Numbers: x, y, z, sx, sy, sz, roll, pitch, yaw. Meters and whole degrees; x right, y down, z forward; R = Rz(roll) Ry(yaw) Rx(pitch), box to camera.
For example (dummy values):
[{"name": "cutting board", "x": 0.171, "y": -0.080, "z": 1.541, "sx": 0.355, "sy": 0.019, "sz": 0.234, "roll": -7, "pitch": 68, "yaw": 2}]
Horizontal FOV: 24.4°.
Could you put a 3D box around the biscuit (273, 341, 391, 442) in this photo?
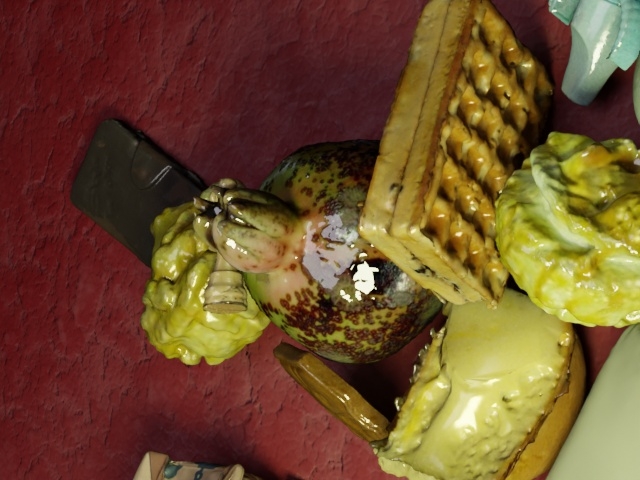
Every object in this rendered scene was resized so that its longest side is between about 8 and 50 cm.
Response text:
[{"name": "biscuit", "x": 0.034, "y": 0.209, "z": 1.830, "sx": 0.034, "sy": 0.215, "sz": 0.182, "roll": -49, "pitch": 14, "yaw": -9}]

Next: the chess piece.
[{"name": "chess piece", "x": -0.120, "y": 0.004, "z": 1.876, "sx": 0.060, "sy": 0.060, "sz": 0.172, "roll": -15, "pitch": 68, "yaw": 42}]

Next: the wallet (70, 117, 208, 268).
[{"name": "wallet", "x": -0.270, "y": -0.060, "z": 2.236, "sx": 0.309, "sy": 0.042, "sz": 0.165, "roll": 38, "pitch": 114, "yaw": 39}]

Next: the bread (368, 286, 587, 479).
[{"name": "bread", "x": 0.202, "y": 0.187, "z": 1.683, "sx": 0.204, "sy": 0.162, "sz": 0.262, "roll": 18, "pitch": 74, "yaw": 45}]

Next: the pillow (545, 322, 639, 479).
[{"name": "pillow", "x": 0.331, "y": 0.267, "z": 1.524, "sx": 0.255, "sy": 0.119, "sz": 0.322, "roll": 39, "pitch": 106, "yaw": 54}]

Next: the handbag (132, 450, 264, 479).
[{"name": "handbag", "x": -0.151, "y": 0.392, "z": 1.990, "sx": 0.251, "sy": 0.190, "sz": 0.193, "roll": 2, "pitch": 72, "yaw": 45}]

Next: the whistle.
[{"name": "whistle", "x": 0.336, "y": -0.281, "z": 1.641, "sx": 0.186, "sy": 0.093, "sz": 0.274, "roll": -119, "pitch": 47, "yaw": -61}]

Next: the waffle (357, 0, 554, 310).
[{"name": "waffle", "x": 0.158, "y": -0.101, "z": 1.657, "sx": 0.091, "sy": 0.213, "sz": 0.308, "roll": 3, "pitch": 66, "yaw": 36}]

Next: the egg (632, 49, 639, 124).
[{"name": "egg", "x": 0.416, "y": -0.188, "z": 1.497, "sx": 0.236, "sy": 0.169, "sz": 0.169, "roll": -48, "pitch": 56, "yaw": 29}]

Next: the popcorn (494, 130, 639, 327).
[{"name": "popcorn", "x": 0.293, "y": -0.008, "z": 1.577, "sx": 0.221, "sy": 0.184, "sz": 0.204, "roll": 23, "pitch": 62, "yaw": 18}]

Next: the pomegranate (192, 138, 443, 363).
[{"name": "pomegranate", "x": 0.000, "y": 0.000, "z": 1.763, "sx": 0.285, "sy": 0.340, "sz": 0.285, "roll": -11, "pitch": 75, "yaw": 43}]

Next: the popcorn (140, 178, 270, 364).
[{"name": "popcorn", "x": -0.143, "y": 0.046, "z": 2.014, "sx": 0.233, "sy": 0.192, "sz": 0.266, "roll": -105, "pitch": 37, "yaw": -60}]
